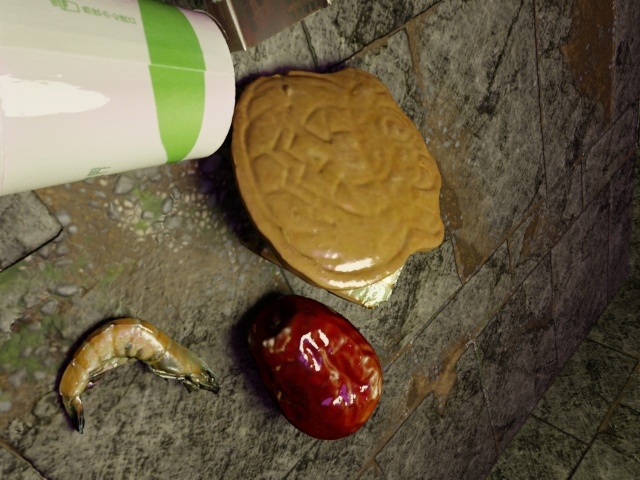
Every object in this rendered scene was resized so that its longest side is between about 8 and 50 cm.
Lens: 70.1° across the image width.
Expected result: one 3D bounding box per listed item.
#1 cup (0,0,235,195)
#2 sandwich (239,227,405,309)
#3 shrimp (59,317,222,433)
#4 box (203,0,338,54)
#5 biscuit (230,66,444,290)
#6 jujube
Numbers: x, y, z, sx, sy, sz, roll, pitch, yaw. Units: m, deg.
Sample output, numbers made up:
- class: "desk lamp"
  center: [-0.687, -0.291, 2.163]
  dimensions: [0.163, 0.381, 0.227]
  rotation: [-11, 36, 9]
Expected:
- class: "cup"
  center: [-0.258, -0.177, 0.517]
  dimensions: [0.274, 0.253, 0.253]
  rotation: [-14, 114, -44]
- class: "sandwich"
  center: [0.000, -0.001, 0.797]
  dimensions: [0.198, 0.227, 0.155]
  rotation: [31, 84, -43]
- class: "shrimp"
  center: [-0.297, 0.245, 0.756]
  dimensions: [0.198, 0.051, 0.262]
  rotation: [-51, 128, -6]
- class: "box"
  center: [-0.063, -0.406, 0.651]
  dimensions: [0.325, 0.047, 0.180]
  rotation: [-52, 134, -42]
- class: "biscuit"
  center: [0.037, -0.117, 0.742]
  dimensions: [0.365, 0.062, 0.385]
  rotation: [-17, 76, -28]
- class: "jujube"
  center: [-0.008, 0.249, 0.898]
  dimensions: [0.223, 0.223, 0.318]
  rotation: [-46, 125, -19]
